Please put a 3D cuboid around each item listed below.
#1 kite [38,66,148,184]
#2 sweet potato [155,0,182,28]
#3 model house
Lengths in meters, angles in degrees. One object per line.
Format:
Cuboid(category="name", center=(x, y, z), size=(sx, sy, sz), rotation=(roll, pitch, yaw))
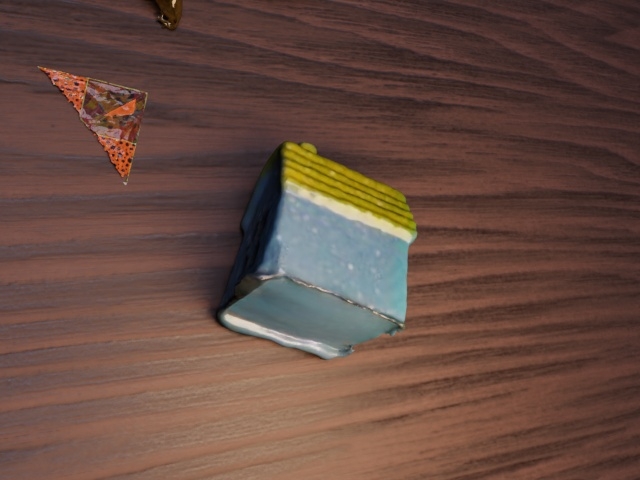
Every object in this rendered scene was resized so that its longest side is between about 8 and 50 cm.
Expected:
Cuboid(category="kite", center=(-0.321, -0.207, 0.963), size=(0.125, 0.008, 0.222), rotation=(-38, 94, -32))
Cuboid(category="sweet potato", center=(-0.359, -0.534, 0.977), size=(0.423, 0.130, 0.130), rotation=(44, 62, -13))
Cuboid(category="model house", center=(0.000, 0.000, 0.943), size=(0.237, 0.215, 0.303), rotation=(22, 63, -18))
